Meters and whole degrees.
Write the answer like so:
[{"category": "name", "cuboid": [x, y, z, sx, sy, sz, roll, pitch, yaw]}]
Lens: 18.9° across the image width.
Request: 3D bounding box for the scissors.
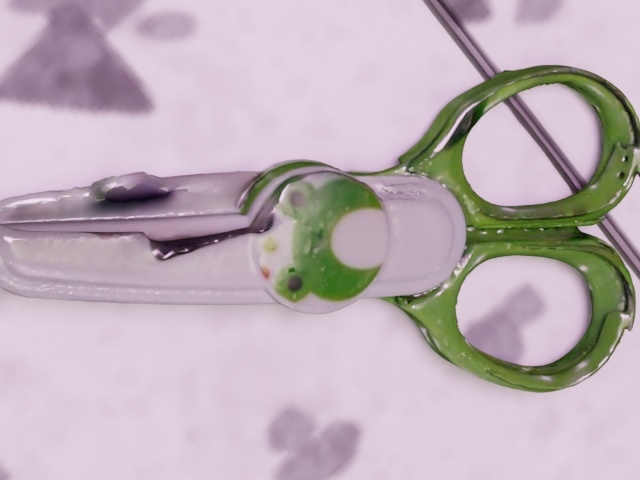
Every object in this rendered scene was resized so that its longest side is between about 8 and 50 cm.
[{"category": "scissors", "cuboid": [0.000, 0.000, 0.566, 0.204, 0.027, 0.101, -3, 99, -19]}]
